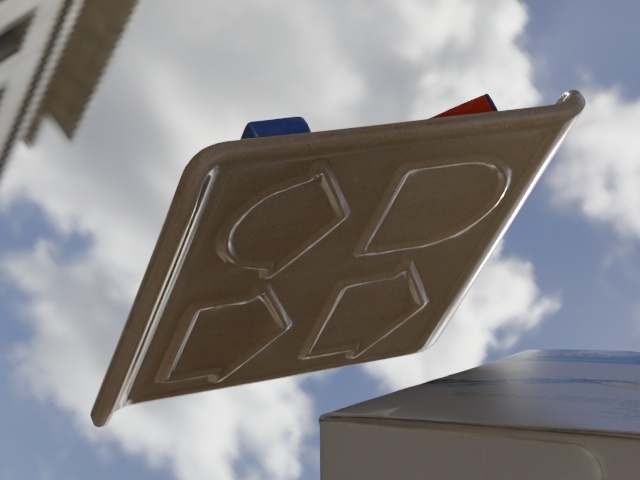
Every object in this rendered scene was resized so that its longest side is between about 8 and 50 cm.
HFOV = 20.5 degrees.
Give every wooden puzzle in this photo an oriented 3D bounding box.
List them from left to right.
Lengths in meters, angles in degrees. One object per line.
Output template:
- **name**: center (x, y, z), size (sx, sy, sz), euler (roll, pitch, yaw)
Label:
- **wooden puzzle**: center (0.000, 0.000, 1.356), size (0.080, 0.348, 0.322), euler (61, -33, 26)

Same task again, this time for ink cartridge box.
- **ink cartridge box**: center (0.148, 0.174, 0.961), size (0.197, 0.270, 0.198), euler (1, -86, 30)
